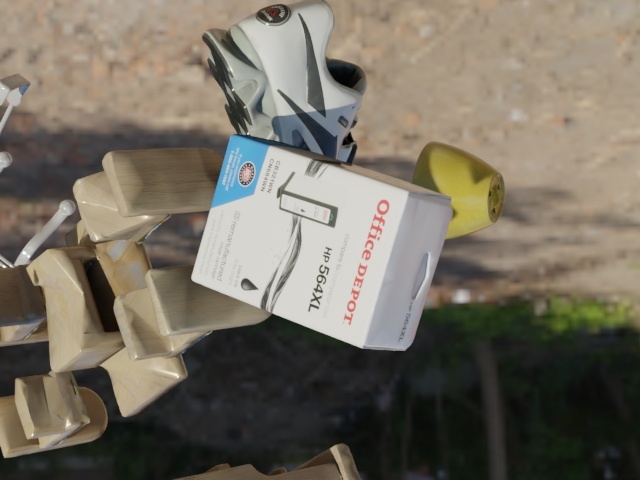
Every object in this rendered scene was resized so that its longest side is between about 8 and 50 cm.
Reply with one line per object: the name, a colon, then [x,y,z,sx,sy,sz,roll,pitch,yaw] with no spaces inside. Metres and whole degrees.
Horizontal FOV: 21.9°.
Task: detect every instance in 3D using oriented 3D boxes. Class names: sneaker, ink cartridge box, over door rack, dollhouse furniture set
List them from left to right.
over door rack: [-0.342,-0.048,2.159,0.108,0.239,0.324,-48,173,-45]
dollhouse furniture set: [-0.156,0.144,1.778,0.256,0.394,0.362,-5,158,-42]
sneaker: [-0.009,-0.106,1.676,0.146,0.122,0.330,-27,143,-12]
ink cartridge box: [0.000,0.000,1.510,0.203,0.148,0.086,19,-174,33]

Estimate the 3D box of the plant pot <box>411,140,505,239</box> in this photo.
plant pot: [0.188,-0.061,2.187,0.095,0.134,0.134,6,175,25]
